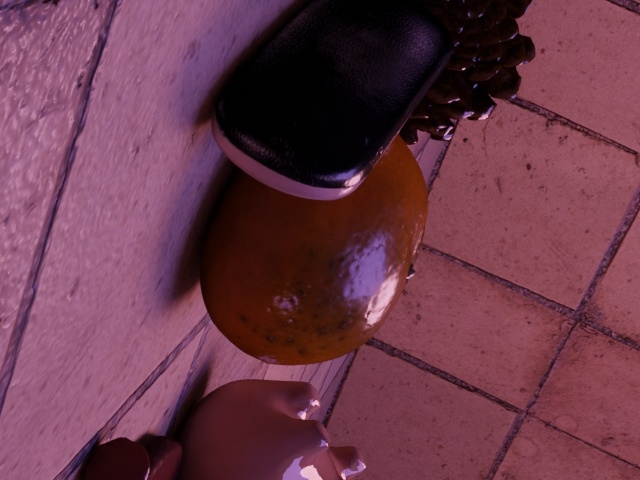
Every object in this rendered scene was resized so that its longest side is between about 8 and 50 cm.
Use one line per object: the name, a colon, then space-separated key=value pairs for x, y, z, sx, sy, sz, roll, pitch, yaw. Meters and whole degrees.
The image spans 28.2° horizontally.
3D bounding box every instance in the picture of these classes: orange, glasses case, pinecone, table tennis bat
orange: x=0.000 y=0.000 z=1.107 sx=0.240 sy=0.171 sz=0.240 roll=-61 pitch=172 yaw=-14
glasses case: x=0.018 y=-0.126 z=0.995 sx=0.075 sy=0.122 sz=0.314 roll=-62 pitch=176 yaw=37
pinecone: x=0.113 y=-0.188 z=1.282 sx=0.185 sy=0.168 sz=0.212 roll=-18 pitch=174 yaw=-15
table tennis bat: x=-0.196 y=0.291 z=1.203 sx=0.268 sy=0.051 sz=0.414 roll=-61 pitch=174 yaw=-32

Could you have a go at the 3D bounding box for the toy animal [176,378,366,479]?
toy animal: x=-0.071 y=0.312 z=1.438 sx=0.237 sy=0.269 sz=0.326 roll=-96 pitch=160 yaw=-61
